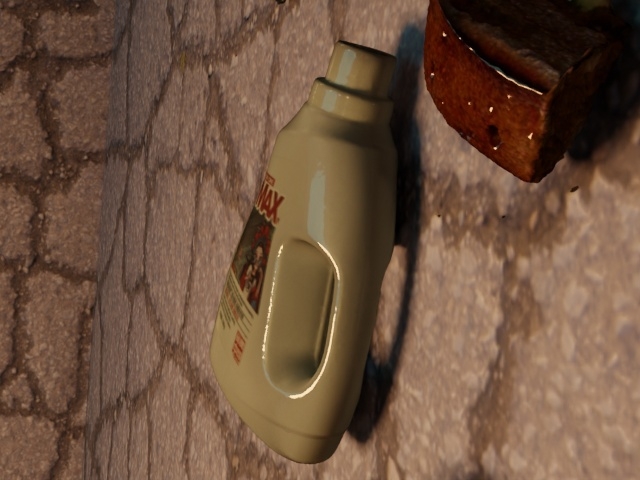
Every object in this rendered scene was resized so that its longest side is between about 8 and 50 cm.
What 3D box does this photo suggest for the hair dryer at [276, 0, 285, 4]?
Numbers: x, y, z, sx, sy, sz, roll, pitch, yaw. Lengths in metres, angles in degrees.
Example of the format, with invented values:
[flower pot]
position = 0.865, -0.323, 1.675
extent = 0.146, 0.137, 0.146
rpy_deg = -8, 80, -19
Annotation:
[hair dryer]
position = -0.043, -0.484, 1.054
extent = 0.244, 0.116, 0.302
rpy_deg = -6, 91, 65

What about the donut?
[donut]
position = 0.126, -0.141, 0.565
extent = 0.187, 0.144, 0.126
rpy_deg = 41, 147, 31

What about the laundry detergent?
[laundry detergent]
position = 0.000, 0.000, 0.814
extent = 0.264, 0.125, 0.397
rpy_deg = 50, 127, 59
